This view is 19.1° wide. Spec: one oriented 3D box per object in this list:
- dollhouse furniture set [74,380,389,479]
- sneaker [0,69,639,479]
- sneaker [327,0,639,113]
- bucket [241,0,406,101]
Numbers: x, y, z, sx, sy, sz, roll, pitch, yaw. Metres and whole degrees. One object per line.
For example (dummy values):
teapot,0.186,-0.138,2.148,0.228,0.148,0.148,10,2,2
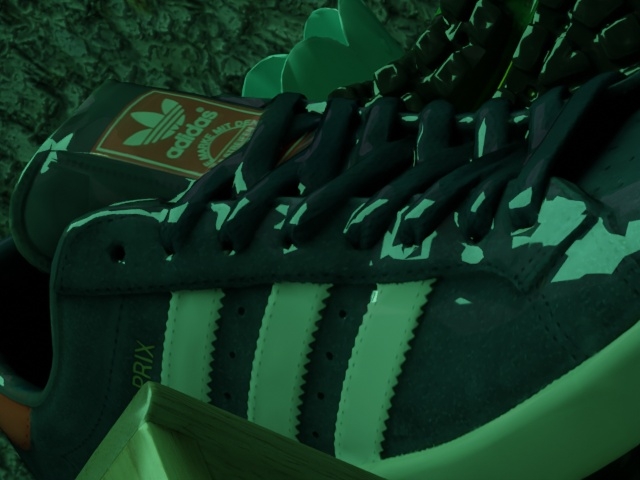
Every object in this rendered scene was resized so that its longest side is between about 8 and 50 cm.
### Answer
dollhouse furniture set,-0.004,0.143,0.353,0.144,0.123,0.151,-54,33,16
sneaker,0.000,0.000,0.551,0.350,0.148,0.131,-31,11,43
sneaker,0.102,-0.062,0.736,0.343,0.134,0.146,-42,-26,14
bucket,-0.018,0.029,0.947,0.281,0.183,0.281,-44,8,8
